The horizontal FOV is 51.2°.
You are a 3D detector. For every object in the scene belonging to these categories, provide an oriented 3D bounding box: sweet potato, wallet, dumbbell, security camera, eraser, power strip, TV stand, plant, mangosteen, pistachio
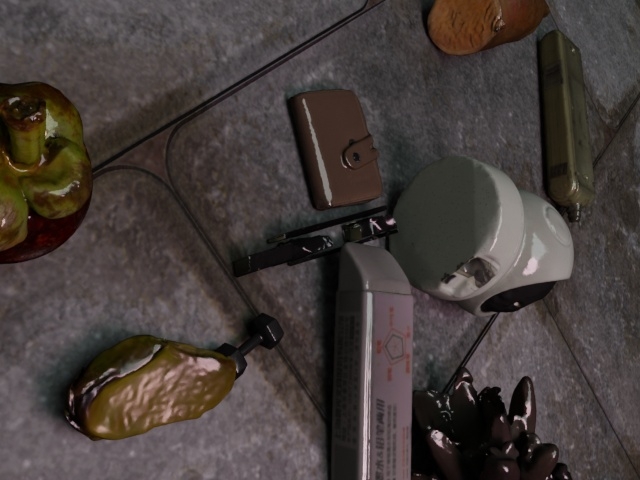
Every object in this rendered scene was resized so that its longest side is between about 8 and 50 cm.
[{"bbox_3d":[0.320,-0.397,1.136,0.336,0.131,0.131,-29,99,-42],"label":"sweet potato"},{"bbox_3d":[0.024,-0.119,0.865,0.118,0.038,0.153,-15,87,-40],"label":"wallet"},{"bbox_3d":[-0.078,0.113,0.714,0.083,0.036,0.040,-37,104,-40],"label":"dumbbell"},{"bbox_3d":[0.233,0.007,0.918,0.236,0.194,0.195,21,65,-39],"label":"security camera"},{"bbox_3d":[0.063,0.178,0.788,0.089,0.061,0.352,10,80,-41],"label":"eraser"},{"bbox_3d":[0.462,-0.214,1.262,0.092,0.066,0.388,19,65,-39],"label":"power strip"},{"bbox_3d":[0.000,0.000,0.812,0.249,0.036,0.042,-16,91,-42],"label":"TV stand"},{"bbox_3d":[0.231,0.327,0.839,0.194,0.181,0.321,-27,101,-42],"label":"plant"},{"bbox_3d":[-0.236,-0.055,0.525,0.145,0.181,0.156,28,57,-56],"label":"mangosteen"},{"bbox_3d":[-0.161,0.129,0.629,0.172,0.049,0.090,-4,103,-43],"label":"pistachio"}]
